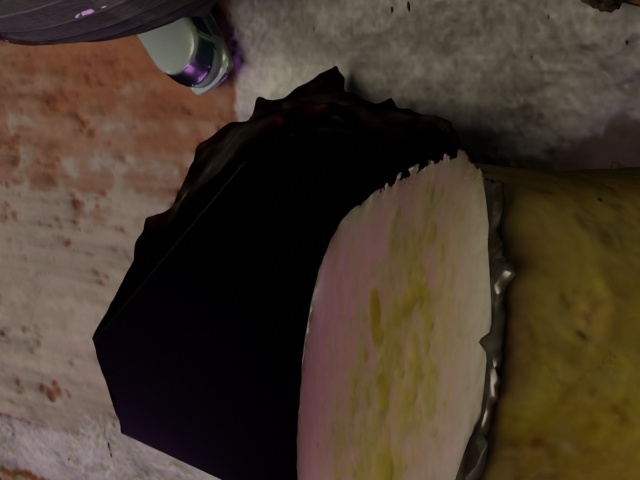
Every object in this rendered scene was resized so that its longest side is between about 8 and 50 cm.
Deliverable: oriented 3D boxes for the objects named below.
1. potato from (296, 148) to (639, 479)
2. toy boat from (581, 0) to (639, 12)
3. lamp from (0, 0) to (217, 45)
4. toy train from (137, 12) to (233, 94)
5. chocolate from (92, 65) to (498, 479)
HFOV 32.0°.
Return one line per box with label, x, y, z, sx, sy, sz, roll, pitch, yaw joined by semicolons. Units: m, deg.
potato;0.142;0.071;0.456;0.266;0.229;0.229;8;115;-12
toy boat;0.059;-0.169;0.495;0.226;0.088;0.068;20;103;-15
lamp;-0.115;-0.212;0.569;0.233;0.265;0.233;45;166;14
toy train;-0.118;-0.184;0.700;0.043;0.047;0.207;-36;78;37
chocolate;0.000;0.000;0.626;0.224;0.206;0.177;-47;29;21
